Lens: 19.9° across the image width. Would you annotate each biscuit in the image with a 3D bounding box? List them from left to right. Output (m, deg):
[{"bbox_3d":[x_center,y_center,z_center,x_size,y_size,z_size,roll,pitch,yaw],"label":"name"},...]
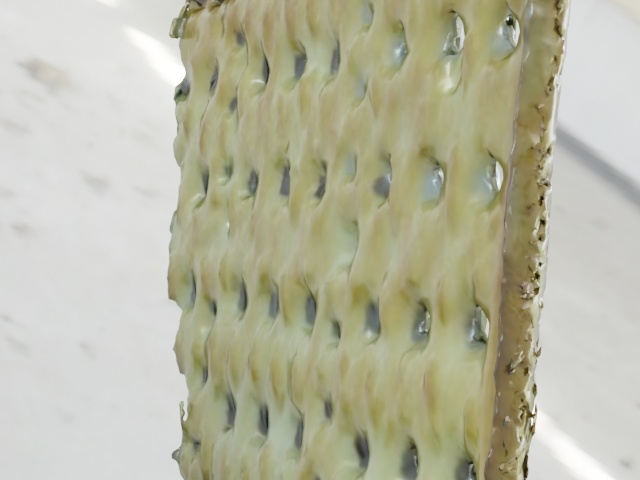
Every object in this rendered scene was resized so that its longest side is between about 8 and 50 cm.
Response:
[{"bbox_3d":[-0.001,0.000,0.411,0.016,0.144,0.203,5,-2,-23],"label":"biscuit"}]
